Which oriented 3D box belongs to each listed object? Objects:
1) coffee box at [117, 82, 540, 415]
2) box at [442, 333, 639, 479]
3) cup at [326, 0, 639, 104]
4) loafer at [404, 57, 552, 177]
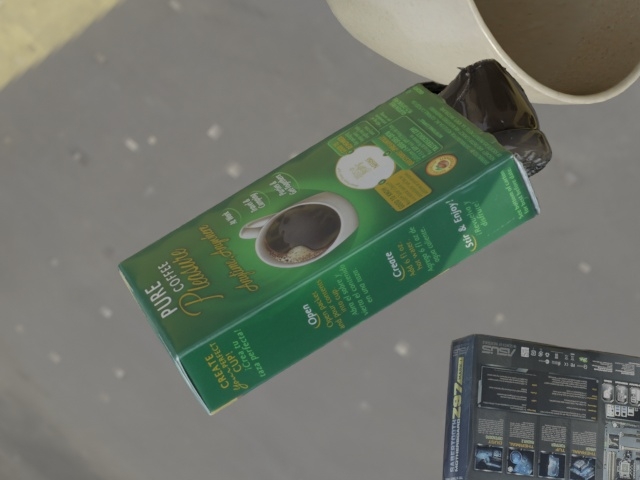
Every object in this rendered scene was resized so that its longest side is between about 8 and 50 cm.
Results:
[{"bbox_3d":[0.000,0.000,0.867,0.040,0.184,0.113,63,171,-31],"label":"coffee box"},{"bbox_3d":[0.244,0.203,1.870,0.232,0.183,0.059,8,166,-20],"label":"box"},{"bbox_3d":[0.135,-0.274,1.651,0.237,0.331,0.331,-7,131,45],"label":"cup"},{"bbox_3d":[0.079,-0.062,1.149,0.220,0.080,0.078,156,109,-63],"label":"loafer"}]
